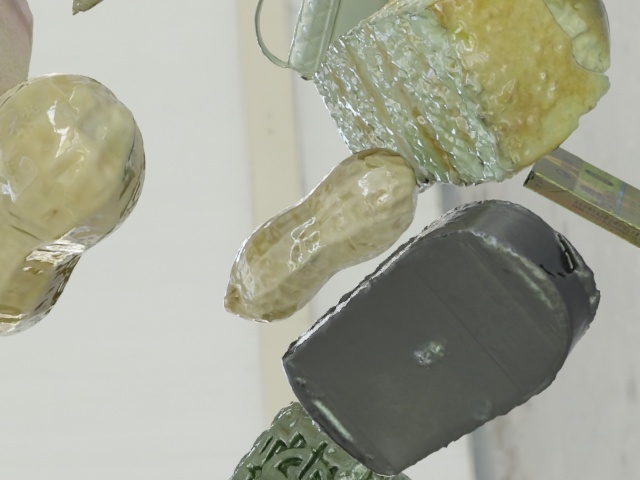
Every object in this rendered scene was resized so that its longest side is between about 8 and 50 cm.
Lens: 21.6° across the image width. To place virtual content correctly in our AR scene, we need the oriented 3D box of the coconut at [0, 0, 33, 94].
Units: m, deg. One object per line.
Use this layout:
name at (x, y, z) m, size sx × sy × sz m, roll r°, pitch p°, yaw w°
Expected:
coconut at (-0.489, -0.268, 1.913) m, size 0.309 × 0.297 × 0.298 m, roll 61°, pitch -158°, yaw -64°

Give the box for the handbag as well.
handbag at (0.015, -0.344, 2.501) m, size 0.079 × 0.219 × 0.256 m, roll -71°, pitch -2°, yaw -51°

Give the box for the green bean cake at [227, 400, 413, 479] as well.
green bean cake at (-0.011, 0.363, 2.206) m, size 0.132 × 0.241 × 0.255 m, roll 45°, pitch 173°, yaw -38°

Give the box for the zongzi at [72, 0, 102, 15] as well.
zongzi at (-0.117, -0.354, 1.834) m, size 0.145 × 0.273 × 0.300 m, roll 34°, pitch 105°, yaw 45°

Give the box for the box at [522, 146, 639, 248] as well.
box at (0.371, -0.061, 2.257) m, size 0.030 × 0.193 × 0.121 m, roll -62°, pitch -2°, yaw 28°

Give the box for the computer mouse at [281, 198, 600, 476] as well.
computer mouse at (0.107, 0.080, 1.469) m, size 0.168 × 0.295 × 0.087 m, roll 49°, pitch -154°, yaw -6°

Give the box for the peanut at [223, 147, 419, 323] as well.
peanut at (0.000, 0.000, 2.052) m, size 0.136 × 0.298 × 0.120 m, roll 33°, pitch -155°, yaw -52°

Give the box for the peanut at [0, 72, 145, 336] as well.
peanut at (-0.214, -0.021, 1.197) m, size 0.290 × 0.130 × 0.130 m, roll -44°, pitch 41°, yaw 43°

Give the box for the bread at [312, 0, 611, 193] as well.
bread at (0.185, -0.222, 2.042) m, size 0.239 × 0.264 × 0.395 m, roll 56°, pitch 161°, yaw -10°
